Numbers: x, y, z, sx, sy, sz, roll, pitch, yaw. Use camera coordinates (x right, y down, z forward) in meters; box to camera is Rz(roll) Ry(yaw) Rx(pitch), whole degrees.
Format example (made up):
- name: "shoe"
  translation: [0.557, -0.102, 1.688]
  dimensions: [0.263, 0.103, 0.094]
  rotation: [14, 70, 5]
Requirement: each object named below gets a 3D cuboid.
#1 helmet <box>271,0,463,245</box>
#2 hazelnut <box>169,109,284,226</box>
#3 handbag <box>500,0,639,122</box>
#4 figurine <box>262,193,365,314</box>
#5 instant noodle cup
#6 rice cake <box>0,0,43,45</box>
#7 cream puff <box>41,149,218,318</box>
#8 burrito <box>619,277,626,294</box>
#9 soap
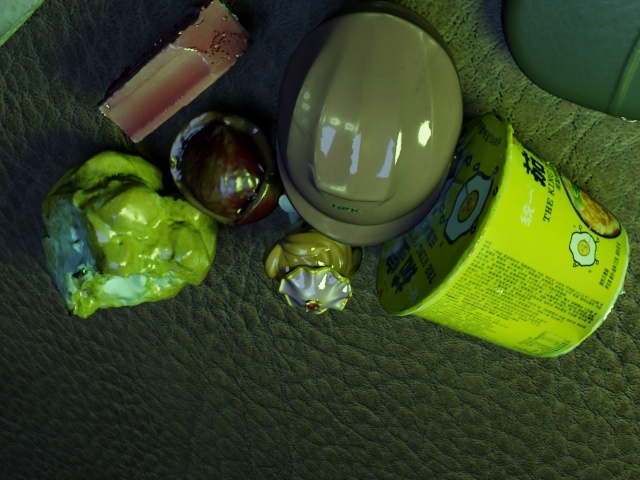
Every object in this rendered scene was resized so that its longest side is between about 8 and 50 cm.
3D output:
- name: "helmet"
  translation: [0.063, -0.164, 1.056]
  dimensions: [0.271, 0.197, 0.338]
  rotation: [14, 89, 6]
- name: "hazelnut"
  translation: [-0.152, -0.114, 1.271]
  dimensions: [0.201, 0.170, 0.160]
  rotation: [18, 175, 6]
- name: "handbag"
  translation: [0.376, -0.273, 0.979]
  dimensions: [0.308, 0.093, 0.254]
  rotation: [23, 133, 13]
- name: "figurine"
  translation: [0.000, 0.000, 1.247]
  dimensions: [0.189, 0.263, 0.142]
  rotation: [40, 130, -19]
- name: "instant noodle cup"
  translation: [0.271, 0.013, 1.150]
  dimensions: [0.254, 0.326, 0.325]
  rotation: [27, 132, -14]
- name: "rice cake"
  translation: [-0.524, -0.367, 1.274]
  dimensions: [0.365, 0.056, 0.073]
  rotation: [-28, 110, 35]
- name: "cream puff"
  translation: [-0.337, -0.024, 1.393]
  dimensions: [0.323, 0.269, 0.274]
  rotation: [-28, 80, 45]
- name: "burrito"
  translation: [0.417, 0.078, 1.316]
  dimensions: [0.185, 0.041, 0.045]
  rotation: [-3, 85, 23]
- name: "soap"
  translation: [-0.217, -0.265, 1.177]
  dimensions: [0.250, 0.162, 0.099]
  rotation: [-29, 114, 36]
